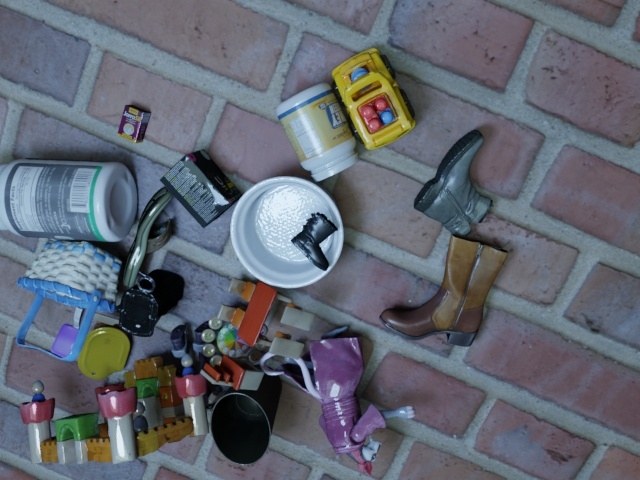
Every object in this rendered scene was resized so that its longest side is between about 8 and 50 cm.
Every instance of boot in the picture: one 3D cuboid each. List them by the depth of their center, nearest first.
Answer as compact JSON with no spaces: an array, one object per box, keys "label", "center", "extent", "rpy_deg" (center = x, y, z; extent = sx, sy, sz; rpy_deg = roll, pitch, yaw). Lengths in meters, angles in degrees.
[{"label":"boot","center":[0.000,0.000,1.311],"extent":[0.121,0.045,0.099],"rpy_deg":[43,103,-4]},{"label":"boot","center":[0.355,-0.132,1.361],"extent":[0.161,0.083,0.247],"rpy_deg":[31,112,-9]},{"label":"boot","center":[0.302,0.120,1.400],"extent":[0.263,0.096,0.281],"rpy_deg":[13,113,3]}]

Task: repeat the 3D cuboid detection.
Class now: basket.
[{"label":"basket","center":[-0.648,0.151,1.433],"extent":[0.254,0.201,0.289],"rpy_deg":[7,66,33]},{"label":"basket","center":[-0.186,0.439,1.497],"extent":[0.154,0.227,0.205],"rpy_deg":[-2,105,8]}]

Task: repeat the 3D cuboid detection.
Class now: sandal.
[{"label":"sandal","center":[-0.443,-0.008,1.481],"extent":[0.086,0.120,0.303],"rpy_deg":[19,110,-21]}]

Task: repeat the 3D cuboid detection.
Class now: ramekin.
[{"label":"ramekin","center":[-0.073,-0.032,1.404],"extent":[0.277,0.135,0.278],"rpy_deg":[2,105,8]}]

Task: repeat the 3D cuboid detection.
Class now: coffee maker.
[{"label":"coffee maker","center":[-0.433,0.144,1.475],"extent":[0.120,0.178,0.171],"rpy_deg":[37,108,-4]}]

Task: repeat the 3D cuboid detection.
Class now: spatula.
[{"label":"spatula","center":[-0.689,0.208,1.602],"extent":[0.084,0.030,0.297],"rpy_deg":[25,106,0]}]

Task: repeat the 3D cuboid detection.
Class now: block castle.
[{"label":"block castle","center":[-0.519,0.422,1.431],"extent":[0.453,0.303,0.213],"rpy_deg":[-17,79,36]}]

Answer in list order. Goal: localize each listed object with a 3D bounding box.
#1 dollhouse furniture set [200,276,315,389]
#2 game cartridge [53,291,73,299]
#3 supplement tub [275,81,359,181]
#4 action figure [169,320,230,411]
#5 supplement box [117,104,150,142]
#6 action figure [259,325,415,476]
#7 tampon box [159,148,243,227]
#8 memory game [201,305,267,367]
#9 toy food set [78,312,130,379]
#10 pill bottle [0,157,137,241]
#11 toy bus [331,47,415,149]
[{"label":"dollhouse furniture set","center":[-0.177,0.230,1.380],"extent":[0.135,0.262,0.259],"rpy_deg":[23,87,-41]},{"label":"game cartridge","center":[-0.741,0.148,1.601],"extent":[0.083,0.017,0.056],"rpy_deg":[32,103,-2]},{"label":"supplement tub","center":[-0.004,-0.255,1.330],"extent":[0.144,0.144,0.200],"rpy_deg":[-25,101,13]},{"label":"action figure","center":[-0.344,0.374,1.573],"extent":[0.185,0.099,0.285],"rpy_deg":[-1,109,0]},{"label":"supplement box","center":[-0.476,-0.297,1.432],"extent":[0.054,0.043,0.083],"rpy_deg":[22,106,3]},{"label":"action figure","center":[0.054,0.416,1.425],"extent":[0.248,0.275,0.370],"rpy_deg":[-32,69,38]},{"label":"tampon box","center":[-0.296,-0.133,1.412],"extent":[0.101,0.120,0.161],"rpy_deg":[-39,97,16]},{"label":"memory game","center":[-0.233,0.272,1.526],"extent":[0.186,0.012,0.186],"rpy_deg":[-2,95,-20]},{"label":"toy food set","center":[-0.610,0.290,1.601],"extent":[0.128,0.071,0.218],"rpy_deg":[16,110,-22]},{"label":"pill bottle","center":[-0.676,-0.106,1.426],"extent":[0.360,0.204,0.204],"rpy_deg":[4,105,7]},{"label":"toy bus","center":[0.114,-0.316,1.265],"extent":[0.149,0.211,0.220],"rpy_deg":[-26,99,15]}]
